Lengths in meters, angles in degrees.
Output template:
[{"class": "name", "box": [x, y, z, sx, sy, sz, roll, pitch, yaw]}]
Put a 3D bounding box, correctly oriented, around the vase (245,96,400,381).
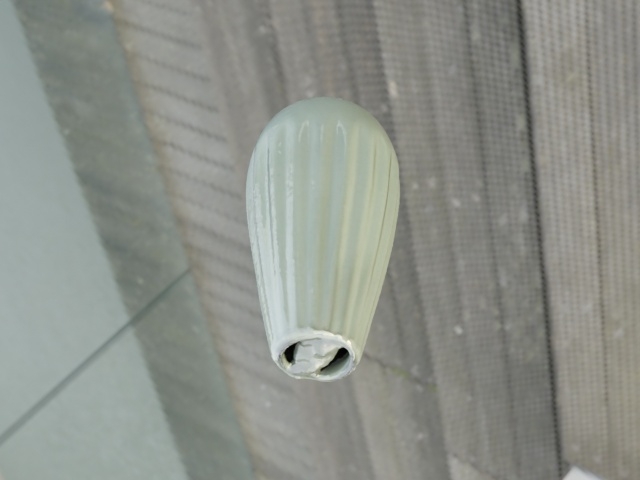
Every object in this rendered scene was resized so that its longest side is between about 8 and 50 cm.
[{"class": "vase", "box": [0.000, 0.000, 1.115, 0.128, 0.248, 0.128, 2, 138, 1]}]
